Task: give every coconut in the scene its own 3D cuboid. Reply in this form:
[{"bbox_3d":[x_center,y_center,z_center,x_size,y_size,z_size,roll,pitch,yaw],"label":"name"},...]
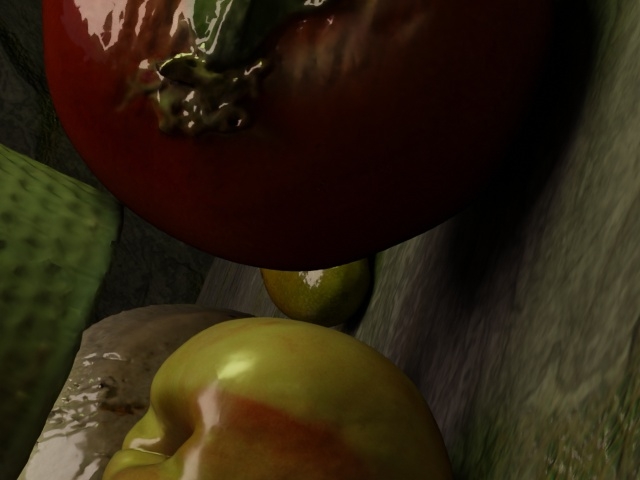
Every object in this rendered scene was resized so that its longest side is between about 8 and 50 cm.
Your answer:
[{"bbox_3d":[-0.095,0.177,1.031,0.247,0.244,0.245,119,169,-51],"label":"coconut"}]

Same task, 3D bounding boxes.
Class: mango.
[{"bbox_3d":[0.000,0.000,1.381,0.136,0.099,0.227,-59,19,25],"label":"mango"}]

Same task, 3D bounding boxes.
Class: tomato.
[{"bbox_3d":[-0.010,-0.135,0.967,0.321,0.321,0.322,-160,90,-83],"label":"tomato"}]

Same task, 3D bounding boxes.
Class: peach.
[{"bbox_3d":[-0.018,0.133,0.800,0.184,0.184,0.184,-160,90,-83],"label":"peach"}]

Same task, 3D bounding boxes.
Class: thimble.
[{"bbox_3d":[-0.242,0.061,0.975,0.271,0.150,0.271,-59,14,25],"label":"thimble"}]
